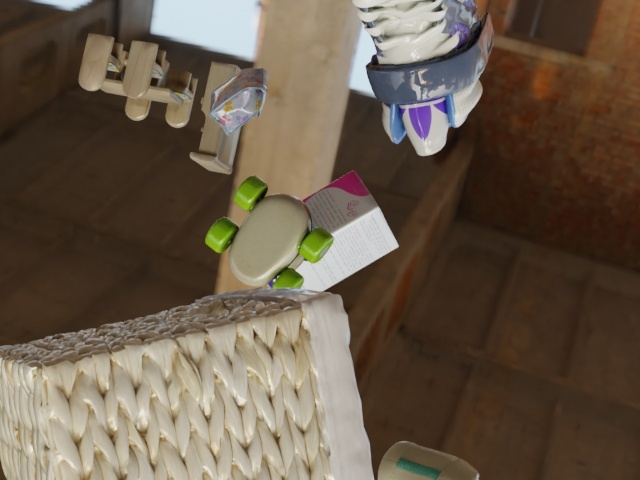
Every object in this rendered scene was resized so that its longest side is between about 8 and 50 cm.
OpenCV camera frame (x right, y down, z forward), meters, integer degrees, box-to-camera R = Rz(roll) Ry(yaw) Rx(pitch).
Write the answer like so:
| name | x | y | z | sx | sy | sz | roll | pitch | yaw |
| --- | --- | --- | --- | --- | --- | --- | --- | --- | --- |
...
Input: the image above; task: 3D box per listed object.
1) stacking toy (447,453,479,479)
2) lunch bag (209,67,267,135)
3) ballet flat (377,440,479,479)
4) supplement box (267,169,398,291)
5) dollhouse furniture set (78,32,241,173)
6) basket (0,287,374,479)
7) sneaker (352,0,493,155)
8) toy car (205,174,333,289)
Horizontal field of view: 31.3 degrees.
| name | x | y | z | sx | sy | sz | roll | pitch | yaw |
| --- | --- | --- | --- | --- | --- | --- | --- | --- | --- |
| stacking toy | 0.150 | 0.330 | 1.252 | 0.141 | 0.330 | 0.141 | -7 | -123 | 11 |
| lunch bag | -0.103 | -0.190 | 1.528 | 0.053 | 0.083 | 0.071 | 45 | -161 | -26 |
| ballet flat | 0.058 | 0.232 | 0.786 | 0.086 | 0.248 | 0.086 | 3 | -143 | -3 |
| supplement box | 0.000 | 0.000 | 1.901 | 0.220 | 0.114 | 0.111 | -31 | -136 | 2 |
| dollhouse furniture set | -0.256 | -0.216 | 1.872 | 0.242 | 0.161 | 0.212 | 11 | 175 | 12 |
| basket | -0.129 | 0.228 | 1.029 | 0.266 | 0.331 | 0.328 | -11 | -178 | -23 |
| sneaker | 0.095 | -0.204 | 1.117 | 0.130 | 0.236 | 0.323 | -10 | 179 | 14 |
| toy car | -0.057 | -0.003 | 1.739 | 0.155 | 0.149 | 0.188 | 38 | -169 | 11 |
